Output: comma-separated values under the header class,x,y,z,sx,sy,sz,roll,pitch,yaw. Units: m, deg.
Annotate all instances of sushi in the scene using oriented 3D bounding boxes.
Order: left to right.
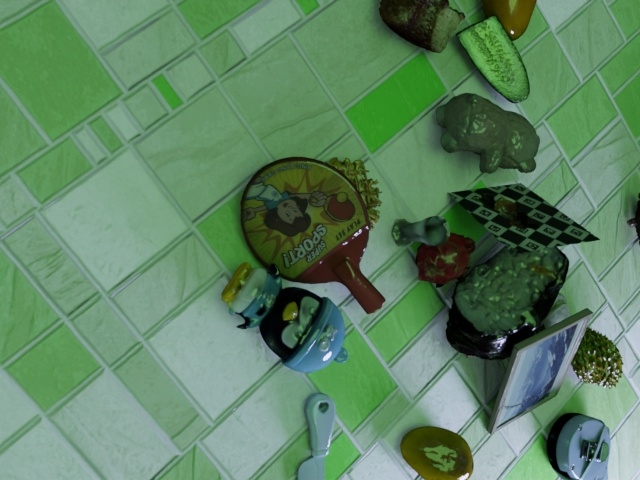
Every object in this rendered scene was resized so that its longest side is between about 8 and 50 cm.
class,x,y,z,sx,sy,sz,roll,pitch,yaw
sushi,0.459,0.141,1.776,0.350,0.211,0.171,-44,151,-27
sushi,0.485,-0.041,1.793,0.264,0.290,0.050,-9,126,-26

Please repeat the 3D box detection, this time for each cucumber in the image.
class,x,y,z,sx,sy,sz,roll,pitch,yaw
cucumber,0.450,-0.456,1.870,0.115,0.063,0.244,-36,106,3

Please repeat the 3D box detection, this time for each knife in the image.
class,x,y,z,sx,sy,sz,roll,pitch,yaw
knife,-0.014,0.511,1.645,0.080,0.044,0.331,4,90,-26

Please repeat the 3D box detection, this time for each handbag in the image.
class,x,y,z,sx,sy,sz,roll,pitch,yaw
handbag,0.568,0.271,1.906,0.256,0.079,0.219,-32,106,-21

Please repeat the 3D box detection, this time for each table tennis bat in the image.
class,x,y,z,sx,sy,sz,roll,pitch,yaw
table tennis bat,0.000,0.000,1.603,0.268,0.051,0.414,-37,107,8

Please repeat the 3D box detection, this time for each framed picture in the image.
class,x,y,z,sx,sy,sz,roll,pitch,yaw
framed picture,0.539,0.329,1.806,0.247,0.022,0.335,-20,137,-25

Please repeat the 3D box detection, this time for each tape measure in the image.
class,x,y,z,sx,sy,sz,roll,pitch,yaw
tape measure,0.693,0.554,1.940,0.181,0.107,0.182,9,87,-32

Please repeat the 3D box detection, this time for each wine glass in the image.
class,x,y,z,sx,sy,sz,roll,pitch,yaw
wine glass,0.232,-0.022,1.706,0.072,0.155,0.072,1,88,-25

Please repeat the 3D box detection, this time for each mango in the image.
class,x,y,z,sx,sy,sz,roll,pitch,yaw
mango,0.280,0.519,1.749,0.195,0.098,0.137,22,83,-18
mango,0.485,-0.627,1.863,0.152,0.120,0.221,14,90,-26

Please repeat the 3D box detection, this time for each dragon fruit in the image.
class,x,y,z,sx,sy,sz,roll,pitch,yaw
dragon fruit,0.298,0.037,1.758,0.166,0.133,0.136,-32,145,-22

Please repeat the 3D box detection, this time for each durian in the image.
class,x,y,z,sx,sy,sz,roll,pitch,yaw
durian,0.736,0.333,1.958,0.108,0.119,0.186,-23,100,-28

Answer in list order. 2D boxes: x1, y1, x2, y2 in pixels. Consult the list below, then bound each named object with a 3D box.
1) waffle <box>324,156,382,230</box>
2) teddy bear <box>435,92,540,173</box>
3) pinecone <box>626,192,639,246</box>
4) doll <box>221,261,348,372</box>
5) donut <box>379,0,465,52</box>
class,x,y,z,sx,sy,sz,roll,pitch,yaw
waffle,0.054,-0.094,1.671,0.193,0.070,0.197,47,71,-16
teddy bear,0.417,-0.268,1.804,0.267,0.151,0.236,19,53,-33
pinecone,0.993,-0.052,2.065,0.212,0.168,0.185,1,103,-13
doll,-0.064,0.172,1.571,0.314,0.141,0.177,37,70,-17
donut,0.240,-0.536,1.754,0.186,0.144,0.126,26,83,-54
